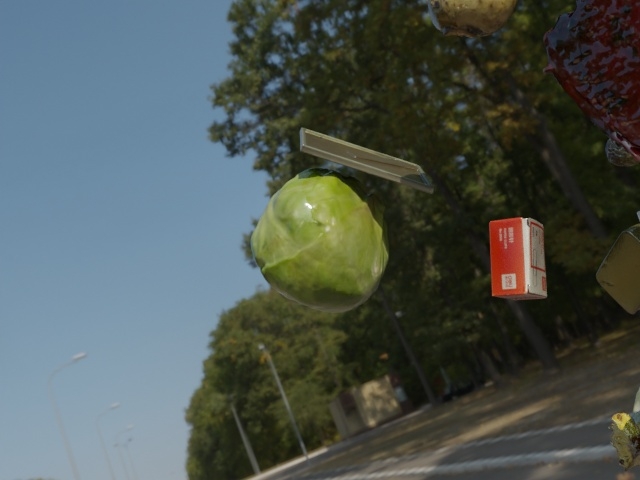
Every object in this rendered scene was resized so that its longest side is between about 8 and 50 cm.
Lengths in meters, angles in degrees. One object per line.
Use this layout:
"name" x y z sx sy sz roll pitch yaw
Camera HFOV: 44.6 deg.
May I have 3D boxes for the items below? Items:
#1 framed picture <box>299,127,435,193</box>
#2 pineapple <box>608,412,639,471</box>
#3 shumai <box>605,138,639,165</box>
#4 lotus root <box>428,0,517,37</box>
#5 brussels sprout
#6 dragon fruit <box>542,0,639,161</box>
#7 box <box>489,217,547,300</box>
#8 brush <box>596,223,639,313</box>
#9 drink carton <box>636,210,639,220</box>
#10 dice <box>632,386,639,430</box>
"framed picture" 0.094 -0.176 1.685 0.289 0.016 0.213 17 17 -8
"pineapple" 0.738 0.481 1.860 0.069 0.137 0.116 -24 0 -13
"shumai" 0.745 -0.245 1.888 0.123 0.105 0.139 -65 8 -25
"lotus root" 0.289 -0.487 1.400 0.160 0.284 0.146 17 -9 3
"brussels sprout" 0.000 0.000 1.660 0.247 0.328 0.328 -16 -9 27
"dragon fruit" 0.495 -0.217 1.023 0.228 0.329 0.286 -17 -10 -27
"box" 0.460 0.043 1.797 0.099 0.182 0.133 -7 -14 35
"brush" 0.679 0.062 1.679 0.059 0.123 0.197 -26 -29 -20
"drink carton" 0.926 -0.052 1.939 0.222 0.134 0.102 -22 0 -9
"dice" 0.806 0.366 1.706 0.166 0.169 0.169 -60 -2 -28
